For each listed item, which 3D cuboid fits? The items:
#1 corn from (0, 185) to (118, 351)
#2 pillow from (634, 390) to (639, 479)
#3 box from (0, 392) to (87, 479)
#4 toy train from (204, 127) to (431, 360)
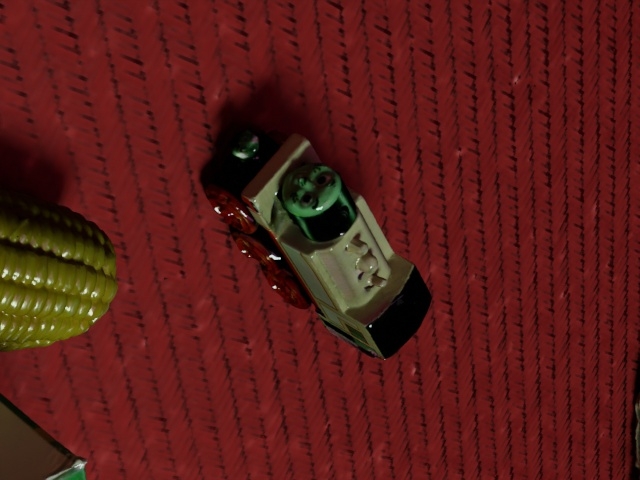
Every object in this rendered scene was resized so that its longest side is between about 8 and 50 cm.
[{"bbox_3d":[-0.173,0.008,0.646,0.231,0.080,0.080,12,106,-51],"label":"corn"},{"bbox_3d":[0.277,0.152,1.261,0.126,0.043,0.232,-32,136,-30],"label":"pillow"},{"bbox_3d":[-0.156,0.148,0.715,0.081,0.135,0.199,-29,135,-32],"label":"box"},{"bbox_3d":[0.000,0.000,0.822,0.050,0.087,0.138,-50,142,-15],"label":"toy train"}]
